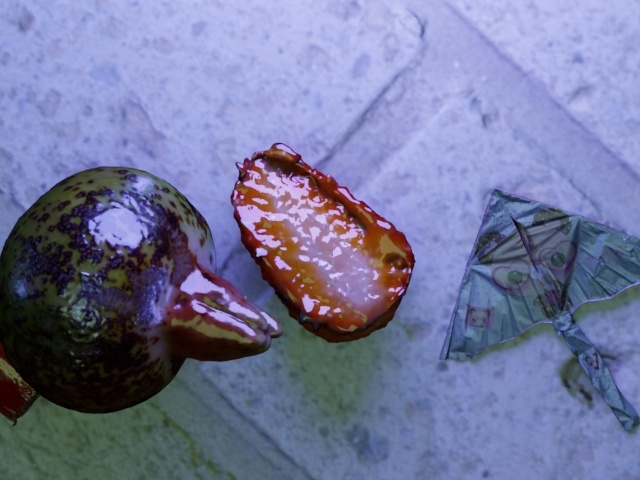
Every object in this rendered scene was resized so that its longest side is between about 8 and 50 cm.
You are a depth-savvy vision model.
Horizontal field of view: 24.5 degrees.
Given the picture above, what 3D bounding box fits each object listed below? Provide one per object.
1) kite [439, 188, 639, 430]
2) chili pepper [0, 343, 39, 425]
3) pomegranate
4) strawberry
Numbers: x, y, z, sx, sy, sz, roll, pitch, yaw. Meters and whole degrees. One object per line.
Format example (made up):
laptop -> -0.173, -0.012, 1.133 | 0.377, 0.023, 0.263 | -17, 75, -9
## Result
kite -> 0.208, 0.064, 1.288 | 0.229, 0.012, 0.250 | -28, 98, 19
chili pepper -> -0.304, 0.104, 1.365 | 0.123, 0.073, 0.070 | 43, 66, -5
pomegranate -> -0.149, 0.052, 1.244 | 0.247, 0.214, 0.214 | 18, 107, 18
strawberry -> 0.000, 0.000, 1.283 | 0.121, 0.082, 0.188 | -36, 86, -3
